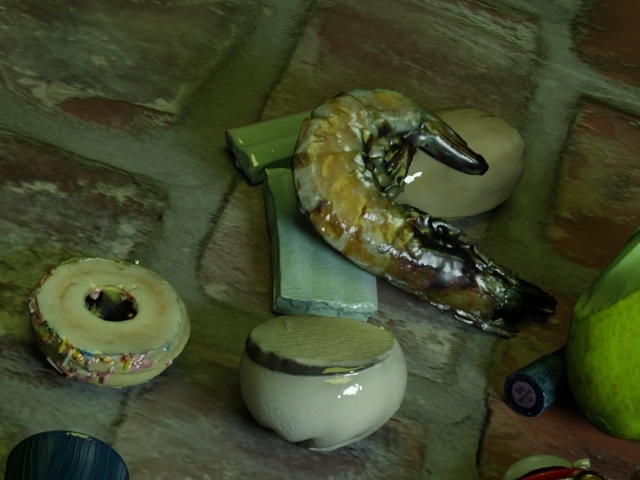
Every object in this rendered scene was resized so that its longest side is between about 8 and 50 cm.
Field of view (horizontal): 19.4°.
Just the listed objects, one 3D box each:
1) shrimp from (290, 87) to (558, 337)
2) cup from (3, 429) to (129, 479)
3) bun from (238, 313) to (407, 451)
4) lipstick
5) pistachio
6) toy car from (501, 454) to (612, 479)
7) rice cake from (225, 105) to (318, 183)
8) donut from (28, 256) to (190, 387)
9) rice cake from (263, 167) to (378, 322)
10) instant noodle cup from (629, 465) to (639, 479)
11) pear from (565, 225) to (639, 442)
[{"bbox_3d":[0.131,-0.041,2.126,0.365,0.071,0.233,27,62,-17],"label":"shrimp"},{"bbox_3d":[-0.251,0.268,1.699,0.113,0.150,0.138,42,33,-27],"label":"cup"},{"bbox_3d":[0.003,0.152,1.904,0.173,0.119,0.173,1,17,0],"label":"bun"},{"bbox_3d":[0.291,0.131,2.103,0.053,0.053,0.234,38,38,23],"label":"lipstick"},{"bbox_3d":[0.150,-0.090,2.245,0.226,0.136,0.136,-16,50,-31],"label":"pistachio"},{"bbox_3d":[0.222,0.264,1.882,0.139,0.112,0.112,-3,28,-11],"label":"toy car"},{"bbox_3d":[-0.016,-0.128,2.283,0.222,0.042,0.080,-18,53,-35],"label":"rice cake"},{"bbox_3d":[-0.220,0.087,1.937,0.175,0.068,0.174,9,39,-7],"label":"donut"},{"bbox_3d":[0.000,0.000,2.140,0.127,0.043,0.237,7,41,-15],"label":"rice cake"},{"bbox_3d":[0.238,0.329,1.737,0.212,0.193,0.193,-17,49,-13],"label":"instant noodle cup"},{"bbox_3d":[0.387,0.124,2.035,0.282,0.176,0.286,-44,107,-31],"label":"pear"}]
